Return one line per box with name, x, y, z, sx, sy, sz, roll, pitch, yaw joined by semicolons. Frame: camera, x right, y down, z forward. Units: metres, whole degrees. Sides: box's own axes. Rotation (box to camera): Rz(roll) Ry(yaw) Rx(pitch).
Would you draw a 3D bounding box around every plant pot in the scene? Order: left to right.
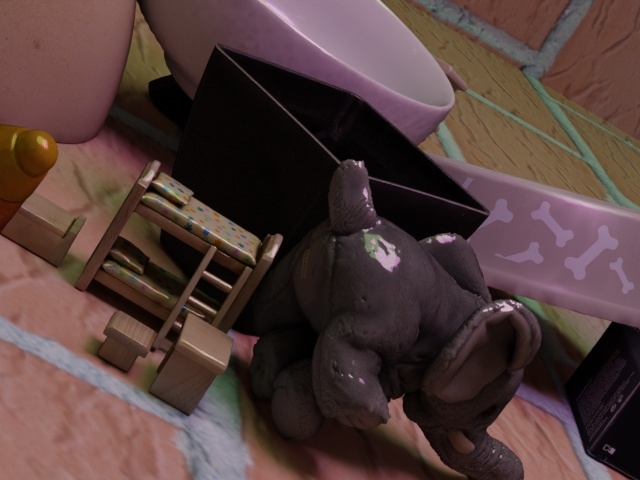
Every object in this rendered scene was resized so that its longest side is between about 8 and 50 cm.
plant pot;-0.271;-0.242;1.506;0.284;0.191;0.284;30;16;-9
plant pot;-0.015;-0.022;1.387;0.188;0.167;0.187;13;26;-49

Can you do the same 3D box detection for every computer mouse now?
computer mouse;-0.042;-0.104;1.776;0.262;0.060;0.184;38;17;18

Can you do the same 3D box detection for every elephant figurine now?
elephant figurine;0.080;0.072;1.250;0.239;0.186;0.169;9;61;-29

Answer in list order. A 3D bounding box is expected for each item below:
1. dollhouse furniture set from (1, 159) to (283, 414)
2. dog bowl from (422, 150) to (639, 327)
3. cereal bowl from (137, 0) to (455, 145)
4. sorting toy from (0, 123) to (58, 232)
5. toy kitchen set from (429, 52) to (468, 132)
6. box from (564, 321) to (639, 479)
dollhouse furniture set;-0.131;0.008;1.190;0.182;0.101;0.161;31;16;-7
dog bowl;0.212;-0.004;1.702;0.348;0.102;0.349;15;4;-1
cereal bowl;-0.044;-0.184;1.634;0.339;0.141;0.339;36;19;-15
sorting toy;-0.280;-0.054;0.961;0.365;0.126;0.127;11;67;-54
toy kitchen set;0.030;-0.175;1.881;0.122;0.166;0.207;30;-6;45
box;0.325;0.167;1.619;0.156;0.093;0.158;30;15;-10
